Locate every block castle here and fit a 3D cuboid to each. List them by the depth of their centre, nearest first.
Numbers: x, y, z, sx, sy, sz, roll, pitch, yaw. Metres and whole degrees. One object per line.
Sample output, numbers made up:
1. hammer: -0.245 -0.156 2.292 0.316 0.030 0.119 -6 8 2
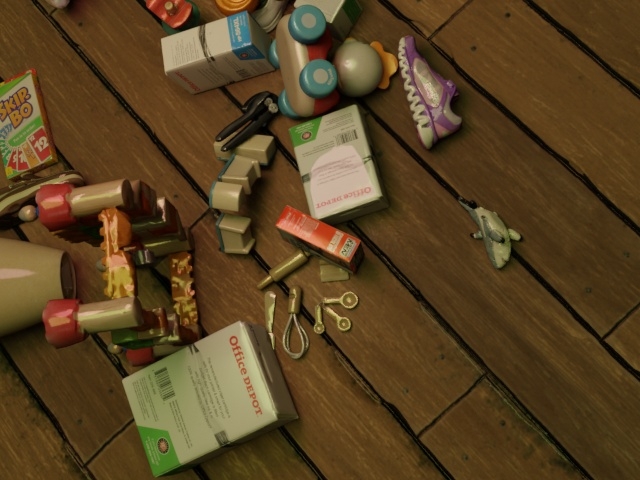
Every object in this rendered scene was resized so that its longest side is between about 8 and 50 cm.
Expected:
1. block castle: -0.394 0.070 1.767 0.213 0.453 0.302 -10 76 8

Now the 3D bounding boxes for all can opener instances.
1. can opener: -0.150 -0.250 1.941 0.073 0.059 0.186 -7 38 54

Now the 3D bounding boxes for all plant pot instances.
1. plant pot: -0.678 0.096 1.981 0.274 0.256 0.256 -6 76 0

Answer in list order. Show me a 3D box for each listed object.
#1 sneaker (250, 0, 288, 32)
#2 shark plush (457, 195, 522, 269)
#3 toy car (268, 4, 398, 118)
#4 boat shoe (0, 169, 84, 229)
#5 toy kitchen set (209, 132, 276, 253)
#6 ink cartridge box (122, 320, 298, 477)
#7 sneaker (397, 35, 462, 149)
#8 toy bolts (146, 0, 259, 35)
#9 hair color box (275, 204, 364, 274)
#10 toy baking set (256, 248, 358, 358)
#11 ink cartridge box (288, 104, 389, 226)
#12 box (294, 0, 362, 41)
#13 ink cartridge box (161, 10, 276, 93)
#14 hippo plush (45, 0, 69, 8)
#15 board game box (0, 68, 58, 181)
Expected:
1. sneaker: -0.095 -0.559 1.998 0.080 0.094 0.212 23 86 22
2. shark plush: 0.310 -0.023 1.773 0.161 0.073 0.067 47 125 16
3. toy car: 0.039 -0.368 1.880 0.238 0.219 0.210 -11 87 -17
4. boat shoe: -0.654 -0.116 2.082 0.258 0.095 0.095 -21 67 13
5. toy kitchen set: -0.179 -0.101 1.943 0.122 0.166 0.207 9 45 19
6. ink cartridge box: -0.217 0.314 1.823 0.289 0.121 0.211 -26 72 14
7. sneaker: 0.221 -0.304 1.847 0.105 0.095 0.236 -17 78 7
8. toy bolts: -0.239 -0.518 2.008 0.228 0.158 0.218 -45 78 3
9. hair color box: 0.000 0.000 1.820 0.167 0.093 0.053 25 77 15
10. toy baking set: -0.041 0.126 1.863 0.256 0.030 0.196 -31 71 9
11. ink cartridge box: 0.039 -0.147 1.867 0.153 0.087 0.208 -17 73 13
12. box: 0.017 -0.492 1.942 0.102 0.101 0.087 30 88 21
13. ink cartridge box: -0.218 -0.398 1.972 0.203 0.148 0.085 -13 75 14
14. hippo plush: -0.545 -0.694 2.144 0.237 0.234 0.294 -10 90 -15
15. board game box: -0.703 -0.278 2.165 0.124 0.039 0.259 -22 70 11
